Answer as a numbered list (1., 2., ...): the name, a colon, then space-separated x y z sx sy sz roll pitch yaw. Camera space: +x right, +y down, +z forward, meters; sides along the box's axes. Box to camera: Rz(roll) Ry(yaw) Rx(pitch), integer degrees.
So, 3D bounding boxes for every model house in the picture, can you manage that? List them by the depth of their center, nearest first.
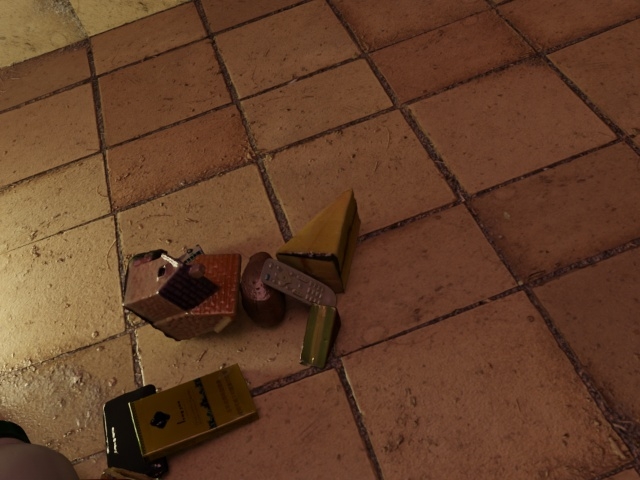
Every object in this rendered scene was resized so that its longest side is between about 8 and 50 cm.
1. model house: -0.332 0.107 1.667 0.238 0.237 0.202 -18 47 26

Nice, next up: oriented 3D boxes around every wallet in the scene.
1. wallet: -0.451 0.475 1.572 0.149 0.044 0.250 -22 50 1

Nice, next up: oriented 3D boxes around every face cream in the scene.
1. face cream: -0.686 0.583 1.417 0.313 0.219 0.357 -27 45 -29

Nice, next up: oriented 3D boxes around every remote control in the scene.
1. remote control: -0.055 0.121 1.673 0.044 0.229 0.073 -23 45 56

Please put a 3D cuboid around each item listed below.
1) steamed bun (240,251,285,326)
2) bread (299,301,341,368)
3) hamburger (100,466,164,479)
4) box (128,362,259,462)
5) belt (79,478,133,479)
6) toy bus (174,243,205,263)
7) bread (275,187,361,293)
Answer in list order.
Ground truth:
1. steamed bun: -0.155 0.126 1.711 0.107 0.144 0.175 -10 46 8
2. bread: -0.006 0.237 1.622 0.074 0.084 0.139 11 56 21
3. hamburger: -0.411 0.574 1.439 0.176 0.087 0.102 15 79 1
4. box: -0.303 0.407 1.560 0.279 0.041 0.153 -19 49 -15
5. belt: -0.434 0.643 1.296 0.115 0.227 0.323 -6 84 13
6. toy bus: -0.375 0.064 1.877 0.102 0.052 0.058 -36 53 -13
7. bread: 0.002 -0.003 1.767 0.163 0.167 0.264 2 49 17
